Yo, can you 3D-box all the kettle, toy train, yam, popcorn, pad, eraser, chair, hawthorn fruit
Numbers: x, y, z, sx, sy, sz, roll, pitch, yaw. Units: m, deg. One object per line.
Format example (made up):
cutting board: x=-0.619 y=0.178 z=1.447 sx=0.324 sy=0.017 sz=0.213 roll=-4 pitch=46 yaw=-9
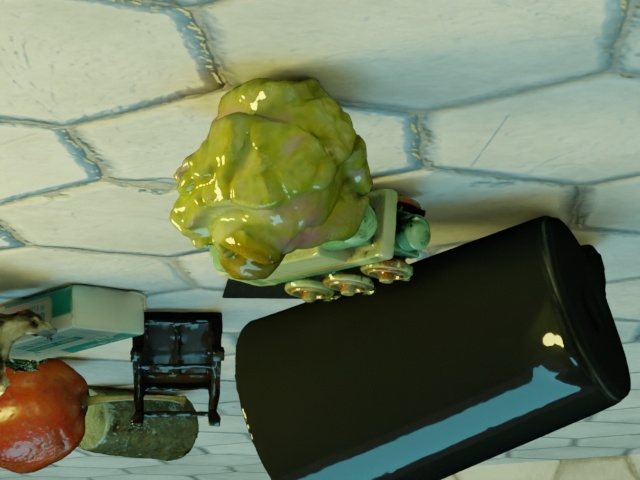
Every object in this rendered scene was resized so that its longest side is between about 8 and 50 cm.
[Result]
kettle: x=0.116 y=0.118 z=1.477 sx=0.308 sy=0.203 sz=0.262 roll=-23 pitch=161 yaw=18
toy train: x=0.000 y=0.000 z=1.362 sx=0.125 sy=0.080 sz=0.194 roll=15 pitch=161 yaw=-36
yam: x=-0.294 y=0.280 z=2.485 sx=0.194 sy=0.107 sz=0.107 roll=12 pitch=162 yaw=-40
popcorn: x=-0.035 y=-0.042 z=1.081 sx=0.145 sy=0.126 sz=0.126 roll=-34 pitch=176 yaw=31
pad: x=0.005 y=0.048 z=1.723 sx=0.211 sy=0.003 sz=0.143 roll=1 pitch=167 yaw=-7
eraser: x=-0.293 y=0.094 z=1.801 sx=0.096 sy=0.052 sz=0.225 roll=8 pitch=165 yaw=-39
chair: x=-0.169 y=0.125 z=1.903 sx=0.106 sy=0.113 sz=0.229 roll=1 pitch=-156 yaw=-6
hawthorn fruit: x=-0.328 y=0.224 z=2.165 sx=0.285 sy=0.165 sz=0.165 roll=-9 pitch=165 yaw=10

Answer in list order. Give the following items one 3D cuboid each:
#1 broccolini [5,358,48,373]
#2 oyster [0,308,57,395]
broccolini: x=-0.460 y=0.137 z=1.955 sx=0.272 sy=0.062 sz=0.123 roll=-1 pitch=153 yaw=-25
oyster: x=-0.401 y=0.122 z=1.669 sx=0.271 sy=0.100 sz=0.275 roll=-13 pitch=-171 yaw=-4
